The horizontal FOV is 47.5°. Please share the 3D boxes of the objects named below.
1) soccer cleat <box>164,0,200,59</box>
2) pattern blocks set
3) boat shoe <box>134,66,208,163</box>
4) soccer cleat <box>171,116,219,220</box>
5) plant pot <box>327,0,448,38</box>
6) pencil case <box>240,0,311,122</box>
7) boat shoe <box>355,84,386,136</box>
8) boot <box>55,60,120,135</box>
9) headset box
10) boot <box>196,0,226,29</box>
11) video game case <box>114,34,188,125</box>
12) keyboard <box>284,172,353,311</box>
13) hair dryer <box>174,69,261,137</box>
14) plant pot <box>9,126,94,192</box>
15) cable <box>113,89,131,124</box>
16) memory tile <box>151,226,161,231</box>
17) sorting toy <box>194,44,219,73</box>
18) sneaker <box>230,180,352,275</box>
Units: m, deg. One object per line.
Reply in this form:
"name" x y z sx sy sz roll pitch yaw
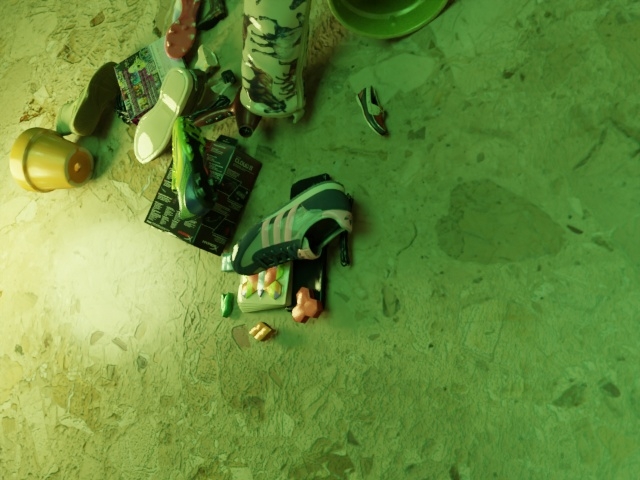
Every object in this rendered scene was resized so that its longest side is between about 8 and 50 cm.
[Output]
"soccer cleat" -0.402 -0.630 2.119 0.095 0.083 0.248 158 124 -65
"pattern blocks set" -0.128 0.091 1.706 0.324 0.026 0.285 -22 63 38
"boat shoe" -0.417 -0.344 2.029 0.116 0.096 0.324 47 123 17
"soccer cleat" -0.330 -0.178 1.771 0.121 0.093 0.289 -33 58 25
"plant pot" 0.137 -0.636 1.603 0.276 0.276 0.254 -29 49 29
"pencil case" -0.092 -0.488 1.681 0.183 0.160 0.410 27 125 31
"boat shoe" 0.120 -0.291 1.631 0.043 0.049 0.137 -36 53 22
"boot" -0.739 -0.446 2.316 0.203 0.095 0.262 6 69 52
"headset box" -0.296 -0.135 1.862 0.218 0.110 0.293 21 86 40
"boot" -0.317 -0.671 2.091 0.106 0.037 0.114 -22 65 22
"video game case" -0.484 -0.473 2.123 0.210 0.042 0.232 -28 60 7
"keyboard" 0.000 0.000 1.650 0.201 0.033 0.317 -10 72 42
"hair dryer" -0.235 -0.325 1.872 0.223 0.080 0.293 -49 39 -7
"plant pot" -0.823 -0.241 2.273 0.188 0.205 0.205 11 84 25
"cable" -0.573 -0.427 2.213 0.150 0.047 0.184 -49 54 17
"memory tile" -0.416 -0.093 2.015 0.113 0.012 0.148 18 89 40
"sorting toy" -0.327 -0.491 2.045 0.075 0.045 0.083 -40 56 31
"sneaker" -0.066 0.004 1.581 0.319 0.112 0.131 -37 48 21
